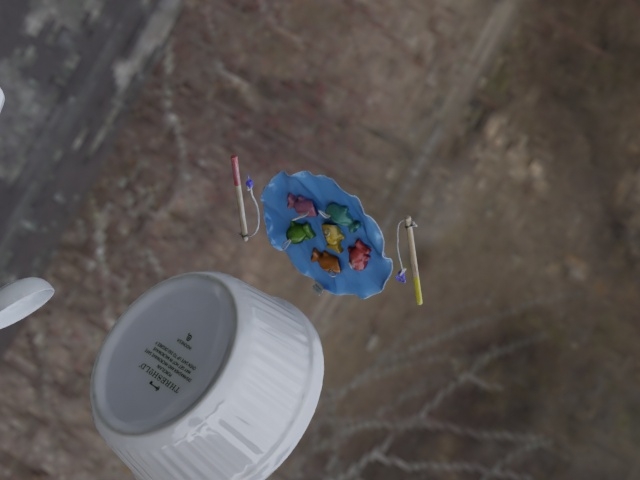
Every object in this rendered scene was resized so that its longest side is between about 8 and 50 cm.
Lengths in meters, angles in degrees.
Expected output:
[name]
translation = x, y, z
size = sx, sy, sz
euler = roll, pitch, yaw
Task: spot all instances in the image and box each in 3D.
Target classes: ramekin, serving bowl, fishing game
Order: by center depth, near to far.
[serving bowl]
translation = -0.314, 0.061, 1.751
size = 0.083, 0.027, 0.083
euler = -30, 171, -5
[ramekin]
translation = -0.140, 0.156, 1.945
size = 0.127, 0.273, 0.273
euler = 44, 74, -41
[fishing game]
translation = 0.000, 0.000, 2.009
size = 0.041, 0.264, 0.189
euler = -47, 148, -35

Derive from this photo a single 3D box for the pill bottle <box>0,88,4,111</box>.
[pill bottle]
translation = -0.441, -0.087, 1.949
size = 0.124, 0.124, 0.221
euler = 89, 16, -61
